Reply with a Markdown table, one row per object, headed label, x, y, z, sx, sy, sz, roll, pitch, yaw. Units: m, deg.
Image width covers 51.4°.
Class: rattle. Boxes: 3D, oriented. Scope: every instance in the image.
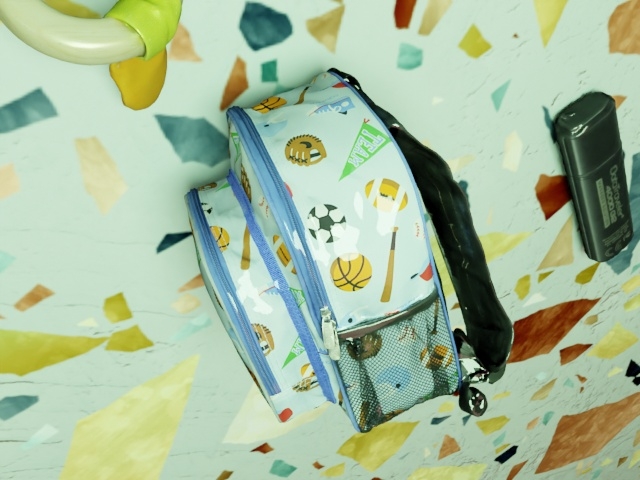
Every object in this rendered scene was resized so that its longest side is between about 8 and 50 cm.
| label | x | y | z | sx | sy | sz | roll | pitch | yaw |
| --- | --- | --- | --- | --- | --- | --- | --- | --- | --- |
| rattle | -0.197 | -0.176 | 0.451 | 0.200 | 0.143 | 0.130 | 10 | 90 | -17 |

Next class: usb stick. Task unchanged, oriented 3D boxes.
| label | x | y | z | sx | sy | sz | roll | pitch | yaw |
| --- | --- | --- | --- | --- | --- | --- | --- | --- | --- |
| usb stick | 0.345 | -0.069 | 0.827 | 0.077 | 0.045 | 0.278 | -40 | 135 | -3 |

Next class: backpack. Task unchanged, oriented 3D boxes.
| label | x | y | z | sx | sy | sz | roll | pitch | yaw |
| --- | --- | --- | --- | --- | --- | --- | --- | --- | --- |
| backpack | 0.000 | 0.000 | 0.566 | 0.213 | 0.276 | 0.263 | -19 | 121 | -15 |
